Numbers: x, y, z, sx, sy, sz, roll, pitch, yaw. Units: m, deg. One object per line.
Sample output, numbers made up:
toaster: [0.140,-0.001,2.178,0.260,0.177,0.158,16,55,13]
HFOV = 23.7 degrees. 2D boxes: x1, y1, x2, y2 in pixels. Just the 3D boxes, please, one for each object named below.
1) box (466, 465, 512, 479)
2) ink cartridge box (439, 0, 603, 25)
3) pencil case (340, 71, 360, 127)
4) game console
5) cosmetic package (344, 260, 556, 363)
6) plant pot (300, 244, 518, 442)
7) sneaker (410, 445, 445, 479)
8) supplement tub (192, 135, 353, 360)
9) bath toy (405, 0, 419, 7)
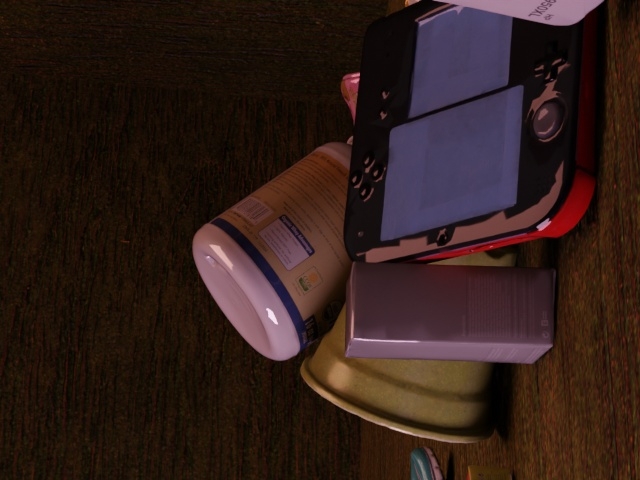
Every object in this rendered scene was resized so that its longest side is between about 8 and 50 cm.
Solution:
box: [0.201,0.404,1.928,0.087,0.058,0.232,-89,6,-63]
ink cartridge box: [0.231,-0.447,1.475,0.285,0.166,0.395,137,139,-70]
pencil case: [0.133,-0.087,2.448,0.167,0.160,0.386,168,94,-88]
game console: [0.166,-0.146,1.761,0.386,0.060,0.342,-14,69,50]
cosmetic package: [0.147,0.086,1.793,0.127,0.238,0.107,110,165,-76]
plant pot: [0.140,0.097,2.039,0.276,0.276,0.254,-98,25,-77]
sneaker: [0.145,0.460,2.403,0.107,0.110,0.275,110,166,-79]
supplement tub: [0.000,0.000,2.188,0.228,0.316,0.228,49,163,21]
bath toy: [0.225,-0.521,2.506,0.151,0.129,0.348,-20,-58,-58]
